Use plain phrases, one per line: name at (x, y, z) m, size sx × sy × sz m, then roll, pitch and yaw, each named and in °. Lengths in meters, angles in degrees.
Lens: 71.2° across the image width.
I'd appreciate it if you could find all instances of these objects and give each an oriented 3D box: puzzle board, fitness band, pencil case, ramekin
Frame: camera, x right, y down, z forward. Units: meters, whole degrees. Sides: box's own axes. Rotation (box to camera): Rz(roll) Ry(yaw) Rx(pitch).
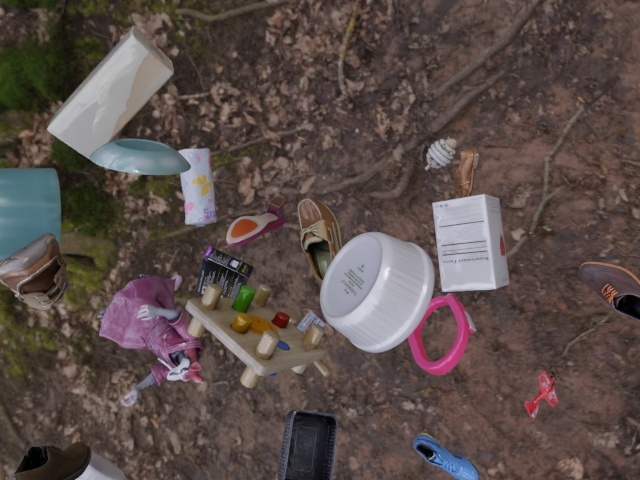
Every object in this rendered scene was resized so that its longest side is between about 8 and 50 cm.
puzzle board at (-0.047, 0.368, 1.857) m, size 0.128 × 0.096 × 0.011 m, roll -51°, pitch 22°, yaw -20°
fitness band at (0.362, 0.280, 1.375) m, size 0.209 × 0.054 × 0.291 m, roll -47°, pitch 18°, yaw 19°
pencil case at (-0.430, -0.186, 1.559) m, size 0.124 × 0.114 × 0.273 m, roll -5°, pitch 92°, yaw 55°
ramekin at (0.113, 0.103, 1.007) m, size 0.273 × 0.127 × 0.272 m, roll -42°, pitch 31°, yaw 31°

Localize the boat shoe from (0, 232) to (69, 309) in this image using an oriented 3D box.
boat shoe at (-0.545, 0.070, 0.876) m, size 0.116 × 0.123 × 0.324 m, roll 53°, pitch 151°, yaw -14°

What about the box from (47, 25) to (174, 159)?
box at (-0.519, -0.366, 1.115) m, size 0.311 × 0.121 × 0.148 m, roll -41°, pitch 38°, yaw 11°

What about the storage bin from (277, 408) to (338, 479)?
storage bin at (-0.032, 0.527, 1.128) m, size 0.084 × 0.122 × 0.180 m, roll 126°, pitch 155°, yaw -65°

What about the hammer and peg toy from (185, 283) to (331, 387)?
hammer and peg toy at (-0.109, 0.212, 1.067) m, size 0.266 × 0.361 × 0.127 m, roll 33°, pitch 101°, yaw 30°

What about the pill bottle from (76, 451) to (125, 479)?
pill bottle at (-0.611, 0.669, 1.034) m, size 0.176 × 0.176 × 0.318 m, roll 10°, pitch 59°, yaw 48°

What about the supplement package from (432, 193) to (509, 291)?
supplement package at (0.493, 0.012, 1.462) m, size 0.175 × 0.177 × 0.292 m, roll -8°, pitch 86°, yaw 35°

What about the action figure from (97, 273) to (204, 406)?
action figure at (-0.425, 0.270, 1.218) m, size 0.370 × 0.276 × 0.248 m, roll 33°, pitch 102°, yaw 26°

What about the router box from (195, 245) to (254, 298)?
router box at (-0.270, 0.109, 1.246) m, size 0.179 × 0.133 × 0.046 m, roll -61°, pitch 4°, yaw 46°

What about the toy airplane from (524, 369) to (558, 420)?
toy airplane at (0.594, 0.417, 1.201) m, size 0.028 × 0.151 × 0.151 m, roll 12°, pitch 96°, yaw 54°

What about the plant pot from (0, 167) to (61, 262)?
plant pot at (-0.844, -0.058, 1.187) m, size 0.293 × 0.235 × 0.293 m, roll 0°, pitch 89°, yaw 51°

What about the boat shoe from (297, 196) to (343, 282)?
boat shoe at (0.000, 0.000, 1.396) m, size 0.123 × 0.120 × 0.324 m, roll -34°, pitch 63°, yaw 22°

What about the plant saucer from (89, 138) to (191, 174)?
plant saucer at (-0.365, -0.179, 0.917) m, size 0.195 × 0.195 × 0.037 m, roll 32°, pitch 120°, yaw 45°

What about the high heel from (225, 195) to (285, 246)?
high heel at (-0.269, -0.034, 1.926) m, size 0.127 × 0.377 × 0.181 m, roll 30°, pitch 134°, yaw 21°

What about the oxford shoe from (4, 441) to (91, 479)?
oxford shoe at (-0.522, 0.434, 0.874) m, size 0.227 × 0.083 × 0.096 m, roll 127°, pitch 125°, yaw -85°

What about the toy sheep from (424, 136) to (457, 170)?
toy sheep at (0.378, -0.272, 1.416) m, size 0.132 × 0.091 × 0.091 m, roll -42°, pitch 57°, yaw 29°

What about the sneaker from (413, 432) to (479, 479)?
sneaker at (0.378, 0.674, 1.362) m, size 0.209 × 0.082 × 0.069 m, roll 29°, pitch 100°, yaw 21°

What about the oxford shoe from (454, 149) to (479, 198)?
oxford shoe at (0.507, -0.215, 1.583) m, size 0.076 × 0.076 × 0.212 m, roll 9°, pitch 103°, yaw 15°

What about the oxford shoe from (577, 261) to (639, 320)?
oxford shoe at (0.800, 0.134, 1.198) m, size 0.271 × 0.098 × 0.096 m, roll 45°, pitch 130°, yaw 55°
